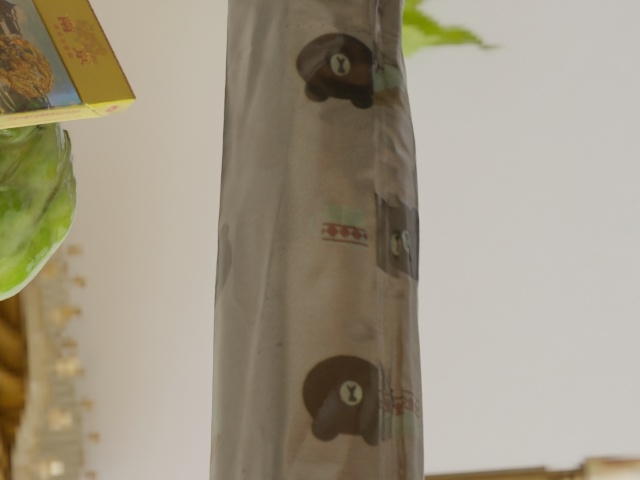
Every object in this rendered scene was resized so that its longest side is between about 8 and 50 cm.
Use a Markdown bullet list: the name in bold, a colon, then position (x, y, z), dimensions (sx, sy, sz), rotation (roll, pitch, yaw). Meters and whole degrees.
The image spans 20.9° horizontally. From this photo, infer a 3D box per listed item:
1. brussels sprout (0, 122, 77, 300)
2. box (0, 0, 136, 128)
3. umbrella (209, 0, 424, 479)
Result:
- **brussels sprout**: position (-0.300, -0.043, 1.359), dimensions (0.161, 0.223, 0.223), rotation (121, 145, -73)
- **box**: position (-0.182, -0.102, 0.967), dimensions (0.023, 0.155, 0.087), rotation (-43, 69, 40)
- **umbrella**: position (0.000, 0.000, 0.613), dimensions (0.073, 0.067, 0.337), rotation (-23, 54, 36)
